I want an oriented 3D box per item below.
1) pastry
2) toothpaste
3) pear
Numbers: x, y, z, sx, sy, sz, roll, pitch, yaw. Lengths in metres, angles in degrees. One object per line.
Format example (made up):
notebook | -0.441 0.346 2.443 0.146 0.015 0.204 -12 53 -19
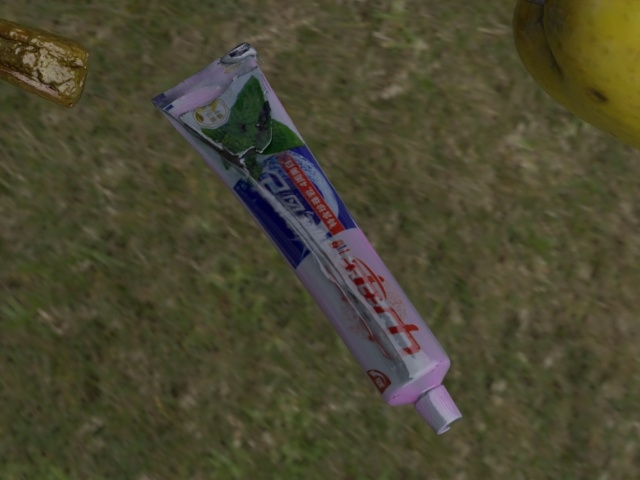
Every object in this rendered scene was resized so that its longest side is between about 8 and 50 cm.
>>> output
pastry | -0.248 -0.155 1.545 0.097 0.109 0.057 9 101 -60
toothpaste | 0.000 0.000 0.664 0.045 0.028 0.170 -33 73 -6
pear | 0.210 -0.137 1.088 0.178 0.267 0.266 -11 107 -31
